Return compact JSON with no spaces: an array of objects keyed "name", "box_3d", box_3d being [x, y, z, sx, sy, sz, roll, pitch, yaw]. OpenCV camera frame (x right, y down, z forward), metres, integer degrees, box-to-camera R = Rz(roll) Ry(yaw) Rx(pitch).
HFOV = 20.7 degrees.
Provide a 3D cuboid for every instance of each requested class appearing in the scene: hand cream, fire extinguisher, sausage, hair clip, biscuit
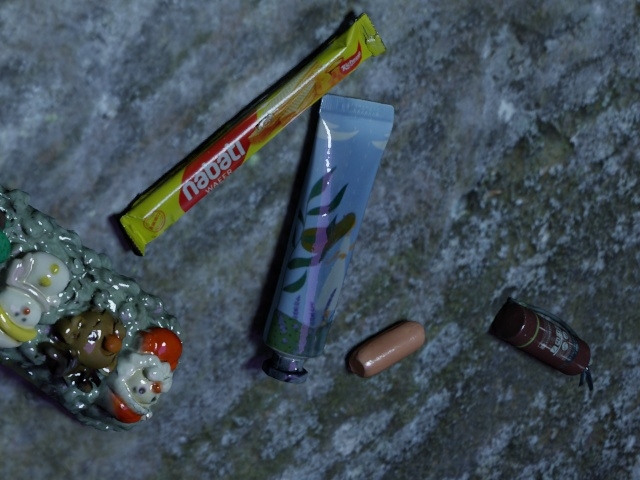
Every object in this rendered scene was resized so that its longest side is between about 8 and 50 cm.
[{"name":"hand cream","box_3d":[0.000,0.000,1.614,0.091,0.058,0.271,6,105,-39]},{"name":"fire extinguisher","box_3d":[0.246,0.110,1.868,0.158,0.043,0.064,29,54,-44]},{"name":"sausage","box_3d":[0.067,0.107,1.736,0.083,0.034,0.034,-29,129,-22]},{"name":"hair clip","box_3d":[-0.217,0.065,1.457,0.138,0.091,0.321,-53,135,-3]},{"name":"biscuit","box_3d":[-0.061,-0.095,1.529,0.292,0.026,0.048,-41,140,-10]}]
